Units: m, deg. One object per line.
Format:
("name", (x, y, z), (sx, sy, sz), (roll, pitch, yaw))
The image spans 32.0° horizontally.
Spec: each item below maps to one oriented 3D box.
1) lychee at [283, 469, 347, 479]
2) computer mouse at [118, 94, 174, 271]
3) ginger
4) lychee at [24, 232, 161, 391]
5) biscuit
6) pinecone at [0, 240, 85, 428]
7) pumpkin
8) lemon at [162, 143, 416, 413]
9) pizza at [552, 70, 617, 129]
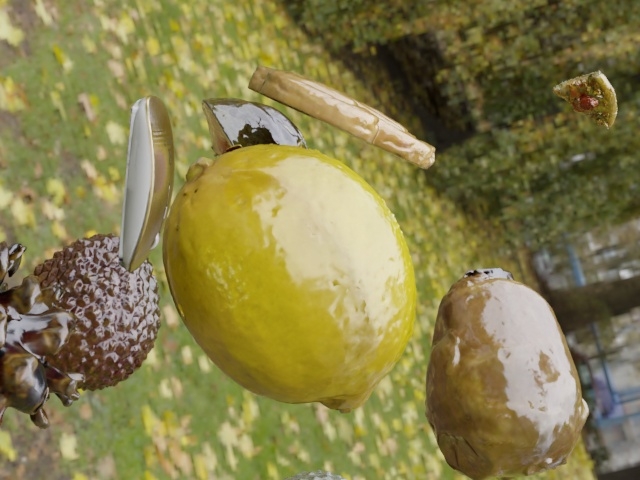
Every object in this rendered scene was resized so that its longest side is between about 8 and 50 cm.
("lychee", (-0.029, 0.529, 1.973), (0.274, 0.255, 0.255), (16, 51, -39))
("computer mouse", (-0.236, -0.077, 1.539), (0.126, 0.056, 0.245), (-54, 153, -81))
("ginger", (0.246, 0.197, 1.493), (0.223, 0.200, 0.269), (44, -43, 42))
("lychee", (-0.363, 0.116, 1.748), (0.236, 0.271, 0.236), (30, 12, -7))
("biscuit", (0.037, -0.169, 1.518), (0.051, 0.269, 0.376), (-64, 170, 5))
("pinecone", (-0.363, 0.088, 1.083), (0.243, 0.257, 0.243), (2, -88, 63))
("pumpkin", (-0.099, -0.176, 1.701), (0.149, 0.130, 0.254), (68, -10, -26))
("lemon", (-0.028, 0.031, 1.085), (0.236, 0.236, 0.263), (-96, 163, -51))
("pizza", (0.295, -0.156, 1.259), (0.025, 0.078, 0.083), (-62, 142, -26))
